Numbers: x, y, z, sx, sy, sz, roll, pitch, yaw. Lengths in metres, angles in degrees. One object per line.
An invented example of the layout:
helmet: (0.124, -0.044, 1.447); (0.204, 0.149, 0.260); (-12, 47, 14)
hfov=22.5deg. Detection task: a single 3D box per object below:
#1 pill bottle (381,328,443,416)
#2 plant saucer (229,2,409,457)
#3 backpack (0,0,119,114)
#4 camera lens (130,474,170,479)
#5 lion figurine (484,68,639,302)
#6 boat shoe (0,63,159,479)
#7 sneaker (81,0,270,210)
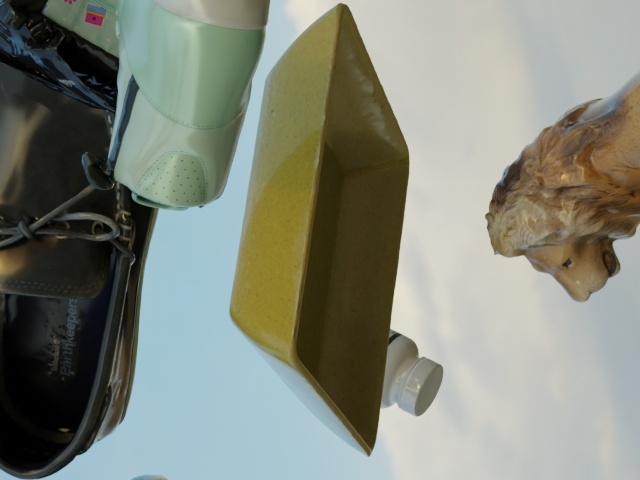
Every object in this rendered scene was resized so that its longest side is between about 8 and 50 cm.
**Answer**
pill bottle: (0.059, 0.146, 1.939); (0.094, 0.169, 0.094); (-45, -30, -36)
plant saucer: (0.000, 0.000, 1.485); (0.333, 0.081, 0.333); (58, -143, -64)
backpack: (-0.148, -0.151, 1.149); (0.182, 0.115, 0.152); (27, 175, -24)
camera lens: (-0.123, 0.370, 1.515); (0.274, 0.219, 0.219); (34, -157, -5)
lion figurine: (0.287, -0.103, 1.226); (0.392, 0.240, 0.142); (116, 140, -54)
boat shoe: (-0.237, -0.013, 1.383); (0.156, 0.186, 0.500); (-68, -16, -63)
sneaker: (-0.095, -0.103, 0.960); (0.256, 0.094, 0.151); (-113, 38, -70)
